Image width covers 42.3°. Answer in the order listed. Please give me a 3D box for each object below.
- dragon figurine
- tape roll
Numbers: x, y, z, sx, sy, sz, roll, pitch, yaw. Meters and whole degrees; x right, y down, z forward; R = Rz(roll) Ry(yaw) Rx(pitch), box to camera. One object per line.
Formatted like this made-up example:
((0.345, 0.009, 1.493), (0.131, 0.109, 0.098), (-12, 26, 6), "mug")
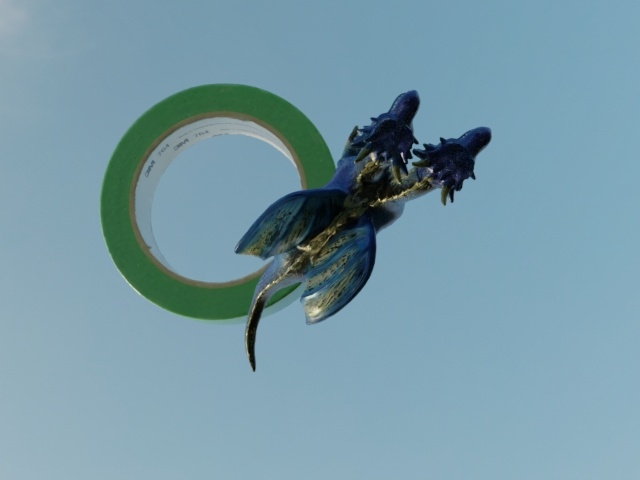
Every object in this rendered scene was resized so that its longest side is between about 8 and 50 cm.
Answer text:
((0.000, 0.000, 0.595), (0.085, 0.144, 0.289), (45, -69, -2), "dragon figurine")
((-0.131, -0.049, 1.115), (0.321, 0.321, 0.077), (-41, -12, -2), "tape roll")
